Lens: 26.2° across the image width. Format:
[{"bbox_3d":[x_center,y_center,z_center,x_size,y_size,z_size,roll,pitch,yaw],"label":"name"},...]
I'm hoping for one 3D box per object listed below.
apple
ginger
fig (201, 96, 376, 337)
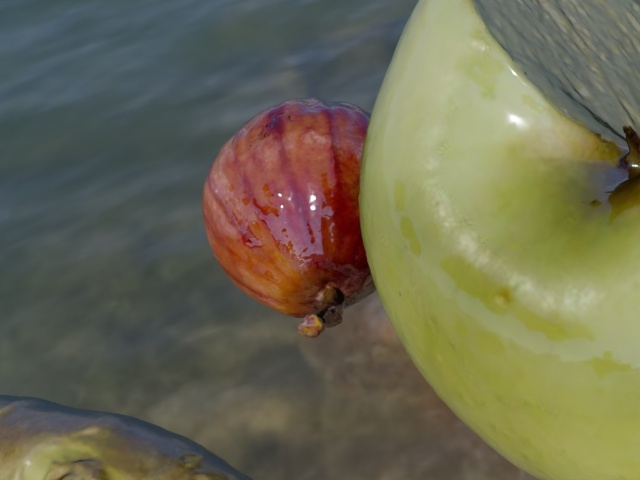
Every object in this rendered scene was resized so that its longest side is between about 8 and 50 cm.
[{"bbox_3d":[0.162,0.005,0.618,0.295,0.257,0.233,26,93,34],"label":"apple"},{"bbox_3d":[-0.138,0.142,0.767,0.262,0.109,0.116,14,27,28],"label":"ginger"},{"bbox_3d":[0.003,-0.016,0.759,0.128,0.128,0.150,-28,25,-19],"label":"fig"}]
